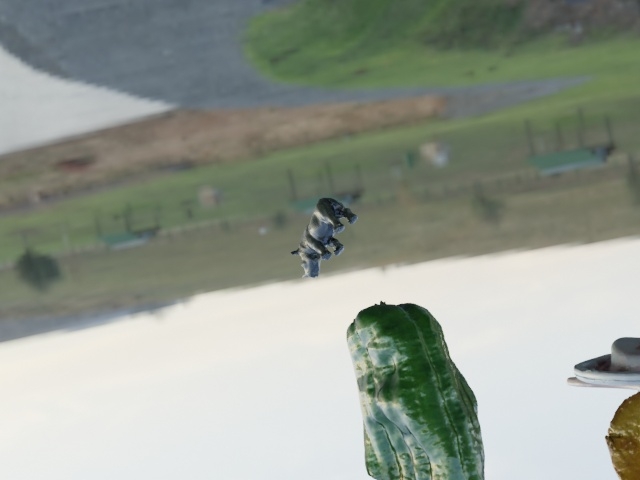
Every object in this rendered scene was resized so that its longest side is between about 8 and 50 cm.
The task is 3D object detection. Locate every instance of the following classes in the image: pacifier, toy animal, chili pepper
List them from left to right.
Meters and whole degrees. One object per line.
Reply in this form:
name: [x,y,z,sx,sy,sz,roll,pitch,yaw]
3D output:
toy animal: [0.000,0.000,2.260,0.047,0.065,0.136,-20,142,-45]
chili pepper: [0.081,0.167,1.185,0.083,0.253,0.099,-2,169,-40]
pacifier: [0.571,0.266,2.649,0.332,0.273,0.220,-1,-148,49]

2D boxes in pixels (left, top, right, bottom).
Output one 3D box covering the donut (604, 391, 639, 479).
donut: [0.508,0.304,2.263,0.174,0.190,0.074,-37,155,6]
